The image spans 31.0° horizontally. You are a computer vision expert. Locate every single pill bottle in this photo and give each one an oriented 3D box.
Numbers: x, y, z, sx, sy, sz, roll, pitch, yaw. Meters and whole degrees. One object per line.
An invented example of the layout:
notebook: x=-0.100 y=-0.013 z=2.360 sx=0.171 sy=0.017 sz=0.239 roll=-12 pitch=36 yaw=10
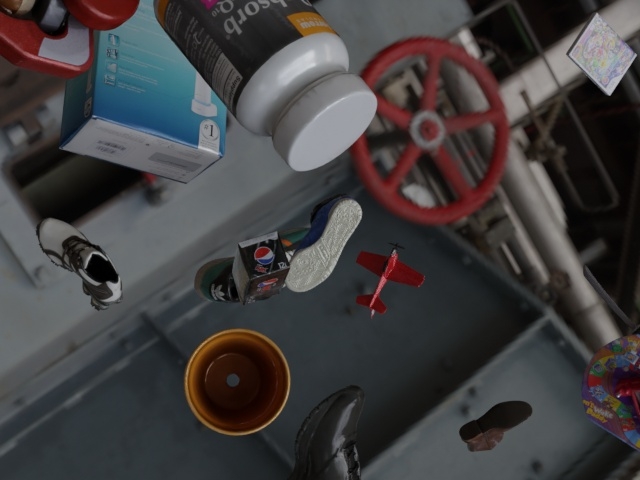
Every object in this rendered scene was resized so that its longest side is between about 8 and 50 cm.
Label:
pill bottle: x=-0.066 y=-0.227 z=1.393 sx=0.162 sy=0.278 sz=0.162 roll=-34 pitch=159 yaw=-15

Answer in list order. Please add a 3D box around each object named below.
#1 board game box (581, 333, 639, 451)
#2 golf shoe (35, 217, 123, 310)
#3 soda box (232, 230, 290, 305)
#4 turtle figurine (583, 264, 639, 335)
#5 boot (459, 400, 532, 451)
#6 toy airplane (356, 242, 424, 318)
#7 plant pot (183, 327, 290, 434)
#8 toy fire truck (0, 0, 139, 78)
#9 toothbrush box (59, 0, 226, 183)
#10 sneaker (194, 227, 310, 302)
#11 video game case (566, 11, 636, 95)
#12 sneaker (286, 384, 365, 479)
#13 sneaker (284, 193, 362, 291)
board game box: x=0.372 y=0.190 z=1.304 sx=0.033 sy=0.168 sz=0.133 roll=-36 pitch=154 yaw=-54
golf shoe: x=-0.400 y=0.022 z=1.949 sx=0.077 sy=0.198 sz=0.094 roll=-40 pitch=170 yaw=-34
soda box: x=-0.081 y=0.039 z=1.549 sx=0.060 sy=0.053 sz=0.169 roll=-17 pitch=169 yaw=-11
turtle figurine: x=0.547 y=0.162 z=1.673 sx=0.274 sy=0.266 sz=0.198 roll=-4 pitch=171 yaw=36
boot: x=0.244 y=0.257 z=1.576 sx=0.106 sy=0.037 sz=0.114 roll=-20 pitch=154 yaw=9
toy airplane: x=0.115 y=0.074 z=2.165 sx=0.151 sy=0.151 sz=0.028 roll=-25 pitch=158 yaw=24
plant pot: x=-0.172 y=0.280 z=2.304 sx=0.205 sy=0.205 sz=0.188 roll=-33 pitch=179 yaw=-10
toy fire truck: x=-0.366 y=-0.354 z=1.397 sx=0.254 sy=0.302 sz=0.169 roll=11 pitch=161 yaw=-38
toothbrush box: x=-0.258 y=-0.261 z=1.732 sx=0.126 sy=0.216 sz=0.295 roll=-28 pitch=-124 yaw=50
sneaker: x=-0.090 y=0.059 z=2.267 sx=0.302 sy=0.108 sz=0.121 roll=-22 pitch=-159 yaw=-28
video game case: x=0.476 y=-0.315 z=1.955 sx=0.087 sy=0.122 sz=0.011 roll=-56 pitch=-148 yaw=-3
sneaker: x=0.018 y=0.346 z=1.707 sx=0.109 sy=0.130 sz=0.286 roll=-14 pitch=129 yaw=-59
sneaker: x=0.001 y=0.000 z=1.606 sx=0.152 sy=0.058 sz=0.084 roll=-57 pitch=-169 yaw=8
